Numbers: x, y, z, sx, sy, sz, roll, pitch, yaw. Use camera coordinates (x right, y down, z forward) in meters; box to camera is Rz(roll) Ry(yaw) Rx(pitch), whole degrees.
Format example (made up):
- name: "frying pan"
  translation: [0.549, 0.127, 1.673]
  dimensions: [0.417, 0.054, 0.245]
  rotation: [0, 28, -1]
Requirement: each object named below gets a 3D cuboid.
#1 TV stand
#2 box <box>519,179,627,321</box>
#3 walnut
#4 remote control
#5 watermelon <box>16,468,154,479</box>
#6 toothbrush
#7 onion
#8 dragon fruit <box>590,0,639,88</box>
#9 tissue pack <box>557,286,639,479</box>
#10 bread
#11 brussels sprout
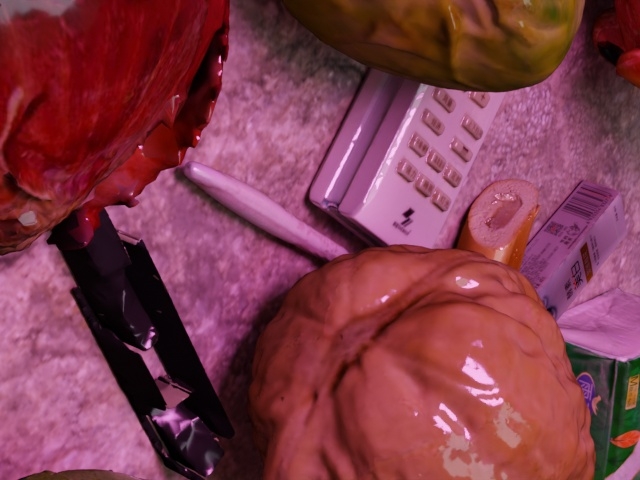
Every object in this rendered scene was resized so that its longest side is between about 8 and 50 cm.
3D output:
- name: "TV stand"
  translation: [-0.111, 0.053, 0.904]
  dimensions: [0.042, 0.036, 0.249]
  rotation: [-45, 137, -26]
- name: "box"
  translation: [0.184, 0.039, 1.258]
  dimensions: [0.218, 0.039, 0.055]
  rotation: [-47, 139, -26]
- name: "walnut"
  translation: [0.071, 0.124, 1.004]
  dimensions: [0.257, 0.224, 0.257]
  rotation: [-26, 131, -34]
- name: "remote control"
  translation: [0.094, -0.125, 1.056]
  dimensions: [0.103, 0.055, 0.277]
  rotation: [36, 78, -53]
- name: "watermelon"
  translation: [-0.136, 0.238, 0.850]
  dimensions: [0.232, 0.127, 0.204]
  rotation: [19, 109, -35]
- name: "toothbrush"
  translation: [0.000, 0.000, 1.025]
  dimensions: [0.307, 0.025, 0.029]
  rotation: [32, 73, -53]
- name: "onion"
  translation: [-0.168, -0.106, 0.601]
  dimensions: [0.276, 0.276, 0.276]
  rotation: [-25, 125, -42]
- name: "dragon fruit"
  translation: [0.324, -0.207, 1.153]
  dimensions: [0.227, 0.243, 0.307]
  rotation: [-52, 140, -37]
- name: "tissue pack"
  translation: [0.281, 0.173, 1.348]
  dimensions: [0.148, 0.156, 0.209]
  rotation: [-20, 120, -48]
- name: "bread"
  translation: [0.134, 0.000, 1.170]
  dimensions: [0.062, 0.049, 0.103]
  rotation: [4, 102, -60]
- name: "brussels sprout"
  translation: [0.066, -0.169, 0.883]
  dimensions: [0.161, 0.223, 0.223]
  rotation: [-49, 141, -1]
